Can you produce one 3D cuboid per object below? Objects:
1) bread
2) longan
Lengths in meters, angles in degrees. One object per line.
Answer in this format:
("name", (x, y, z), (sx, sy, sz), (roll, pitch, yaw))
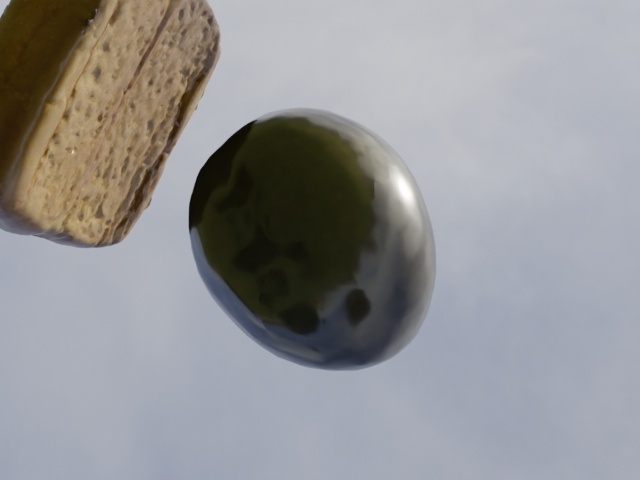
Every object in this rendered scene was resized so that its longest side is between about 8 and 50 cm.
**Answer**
("bread", (-0.267, -0.164, 1.122), (0.148, 0.328, 0.336), (26, -87, 16))
("longan", (0.000, 0.000, 0.938), (0.248, 0.248, 0.248), (-21, -131, 26))
